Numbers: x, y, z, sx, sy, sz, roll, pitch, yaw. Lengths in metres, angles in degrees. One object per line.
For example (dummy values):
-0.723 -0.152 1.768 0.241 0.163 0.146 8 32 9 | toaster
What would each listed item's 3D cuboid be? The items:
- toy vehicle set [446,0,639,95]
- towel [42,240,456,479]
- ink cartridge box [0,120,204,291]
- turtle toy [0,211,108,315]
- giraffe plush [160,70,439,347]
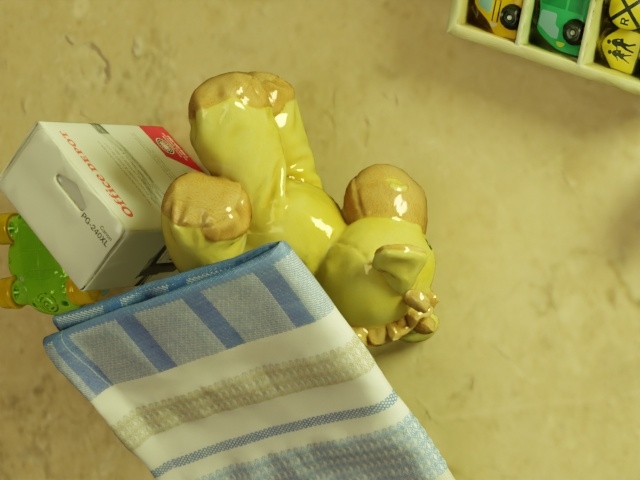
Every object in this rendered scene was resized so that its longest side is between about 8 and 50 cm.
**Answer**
0.180 -0.236 1.089 0.166 0.035 0.267 21 112 29 | toy vehicle set
-0.034 0.137 1.175 0.209 0.034 0.285 -19 118 29 | towel
-0.140 -0.026 1.250 0.109 0.150 0.063 49 114 20 | ink cartridge box
-0.196 -0.002 1.334 0.095 0.066 0.130 -3 90 31 | turtle toy
0.000 0.000 1.172 0.170 0.181 0.210 10 96 15 | giraffe plush
